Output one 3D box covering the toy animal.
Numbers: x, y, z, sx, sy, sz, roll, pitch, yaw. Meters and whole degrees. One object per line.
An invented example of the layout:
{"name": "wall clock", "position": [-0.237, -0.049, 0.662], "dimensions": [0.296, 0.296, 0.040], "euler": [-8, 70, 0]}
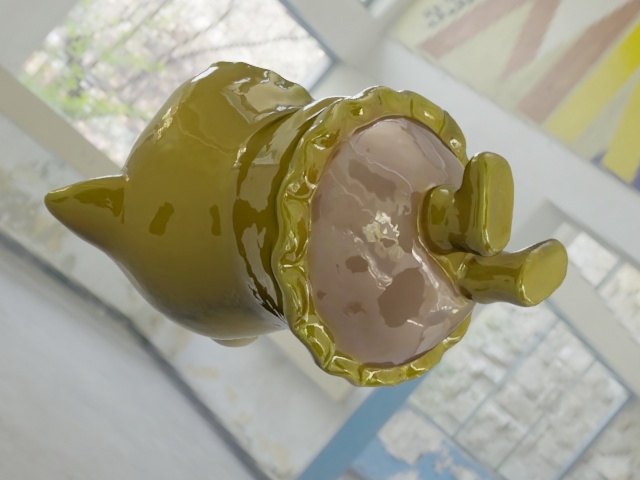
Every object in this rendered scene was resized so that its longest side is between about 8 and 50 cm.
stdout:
{"name": "toy animal", "position": [-0.003, -0.003, 0.606], "dimensions": [0.229, 0.156, 0.156], "euler": [-1, -31, 41]}
